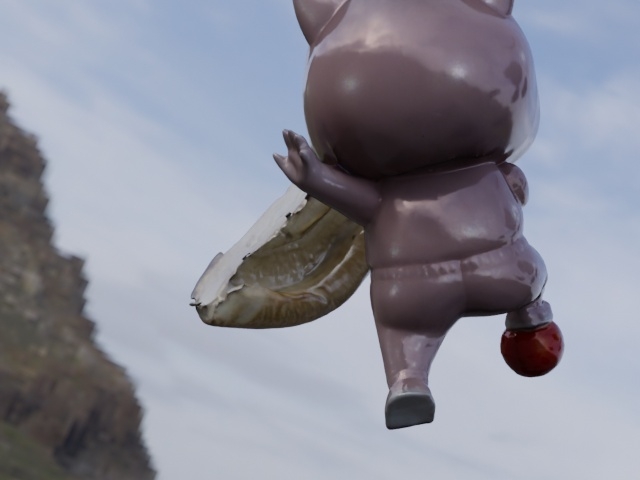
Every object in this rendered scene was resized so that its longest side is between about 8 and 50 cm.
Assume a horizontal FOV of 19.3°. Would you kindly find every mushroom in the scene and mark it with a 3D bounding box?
[{"bbox_3d":[-0.001,0.001,1.434,0.094,0.210,0.072,44,-4,-14],"label":"mushroom"}]

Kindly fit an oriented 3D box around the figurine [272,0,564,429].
[{"bbox_3d":[0.064,-0.036,1.193,0.176,0.287,0.186,-16,4,-2],"label":"figurine"}]
